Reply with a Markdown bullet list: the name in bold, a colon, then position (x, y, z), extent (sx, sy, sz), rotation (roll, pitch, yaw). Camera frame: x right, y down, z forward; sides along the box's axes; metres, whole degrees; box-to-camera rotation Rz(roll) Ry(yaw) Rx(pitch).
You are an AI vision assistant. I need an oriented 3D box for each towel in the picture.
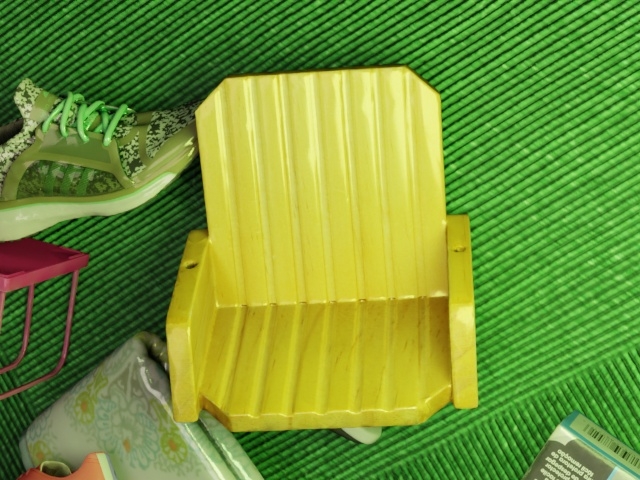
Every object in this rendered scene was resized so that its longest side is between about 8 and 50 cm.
- **towel**: position (-0.209, 0.337, 1.767), extent (0.320, 0.090, 0.374), rotation (-38, 85, 37)

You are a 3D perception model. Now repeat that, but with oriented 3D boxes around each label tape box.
- **label tape box**: position (0.307, 0.410, 1.620), extent (0.241, 0.106, 0.333), rotation (34, 105, 15)

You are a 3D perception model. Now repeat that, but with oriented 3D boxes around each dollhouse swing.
- **dollhouse swing**: position (0.000, 0.000, 1.558), extent (0.347, 0.315, 0.304), rotation (-2, 121, 6)

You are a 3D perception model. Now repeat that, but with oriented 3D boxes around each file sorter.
- **file sorter**: position (-0.500, 0.084, 1.834), extent (0.291, 0.202, 0.182), rotation (14, 103, 18)

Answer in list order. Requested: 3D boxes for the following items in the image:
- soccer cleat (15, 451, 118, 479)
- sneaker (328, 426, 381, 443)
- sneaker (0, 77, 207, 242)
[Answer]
- **soccer cleat**: position (-0.373, 0.348, 1.776), extent (0.318, 0.109, 0.116), rotation (-14, 77, 40)
- **sneaker**: position (-0.062, 0.203, 1.741), extent (0.296, 0.104, 0.146), rotation (35, 107, 20)
- **sneaker**: position (-0.318, -0.128, 1.737), extent (0.410, 0.158, 0.182), rotation (-17, 120, 20)
